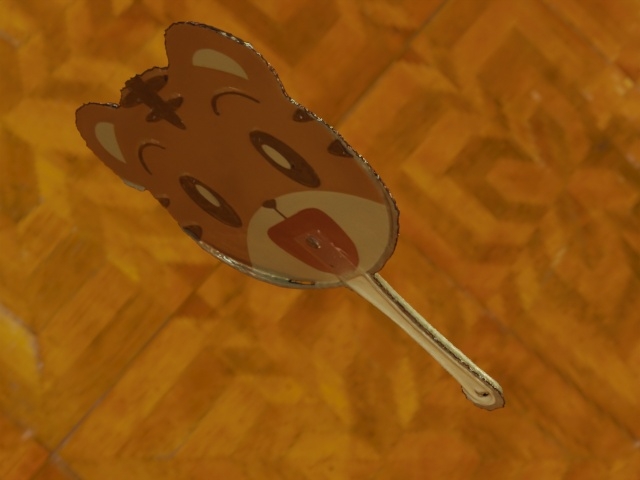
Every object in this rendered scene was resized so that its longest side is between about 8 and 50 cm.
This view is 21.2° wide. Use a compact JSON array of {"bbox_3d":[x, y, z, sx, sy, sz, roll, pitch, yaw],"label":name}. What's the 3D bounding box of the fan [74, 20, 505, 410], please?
[{"bbox_3d":[0.000,0.000,0.728,0.227,0.152,0.008,41,59,-15],"label":"fan"}]
